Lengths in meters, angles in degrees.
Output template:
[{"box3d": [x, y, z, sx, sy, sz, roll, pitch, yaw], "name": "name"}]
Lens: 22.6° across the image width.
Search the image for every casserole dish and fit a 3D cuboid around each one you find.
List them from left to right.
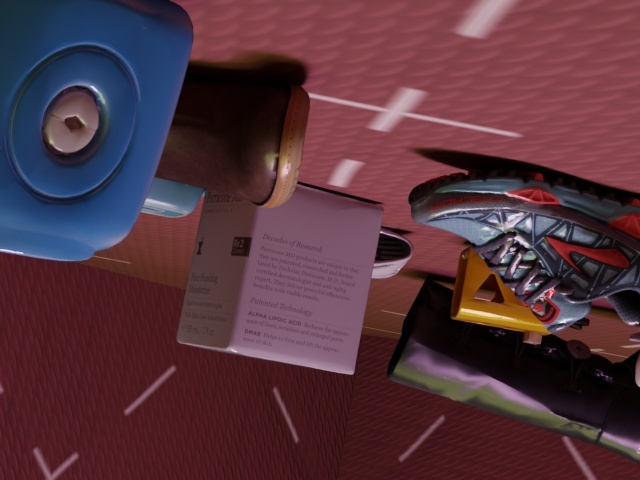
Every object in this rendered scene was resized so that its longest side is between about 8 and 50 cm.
[{"box3d": [-0.222, -0.058, 1.837, 0.188, 0.037, 0.114, 12, 174, -19], "name": "casserole dish"}]

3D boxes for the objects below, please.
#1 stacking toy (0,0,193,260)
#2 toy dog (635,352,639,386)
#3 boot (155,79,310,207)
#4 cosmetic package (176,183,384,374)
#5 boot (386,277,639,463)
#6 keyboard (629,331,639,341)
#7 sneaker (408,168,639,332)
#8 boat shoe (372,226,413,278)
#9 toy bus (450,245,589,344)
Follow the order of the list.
[{"box3d": [-0.241, -0.112, 0.988, 0.302, 0.166, 0.175, 25, -172, 40], "name": "stacking toy"}, {"box3d": [0.586, 0.310, 2.111, 0.395, 0.408, 0.284, 14, 173, -32], "name": "toy dog"}, {"box3d": [-0.128, -0.084, 1.168, 0.206, 0.090, 0.248, 10, 178, -16], "name": "boot"}, {"box3d": [-0.044, 0.037, 1.713, 0.151, 0.184, 0.151, 13, 174, -27], "name": "cosmetic package"}, {"box3d": [0.342, 0.174, 2.415, 0.445, 0.146, 0.367, 17, -161, 5], "name": "boot"}, {"box3d": [0.398, 0.054, 1.409, 0.256, 0.014, 0.072, -15, 178, -16], "name": "keyboard"}, {"box3d": [0.196, 0.013, 1.351, 0.261, 0.125, 0.104, 12, 173, -15], "name": "sneaker"}, {"box3d": [0.000, 0.000, 1.877, 0.226, 0.083, 0.076, 1, 166, -20], "name": "boat shoe"}, {"box3d": [0.249, 0.067, 1.866, 0.202, 0.104, 0.191, 5, 172, 44], "name": "toy bus"}]
